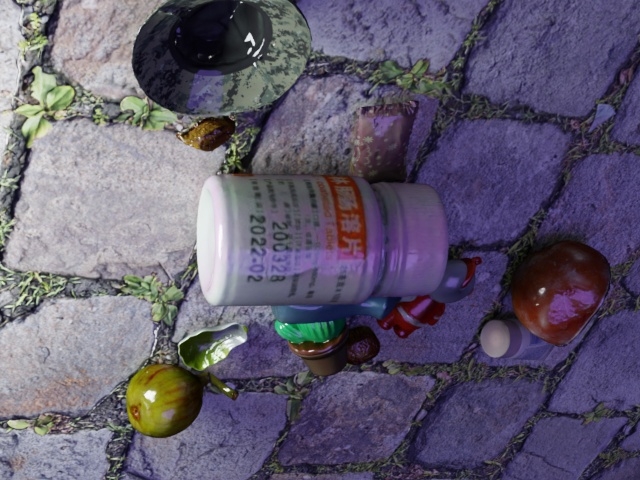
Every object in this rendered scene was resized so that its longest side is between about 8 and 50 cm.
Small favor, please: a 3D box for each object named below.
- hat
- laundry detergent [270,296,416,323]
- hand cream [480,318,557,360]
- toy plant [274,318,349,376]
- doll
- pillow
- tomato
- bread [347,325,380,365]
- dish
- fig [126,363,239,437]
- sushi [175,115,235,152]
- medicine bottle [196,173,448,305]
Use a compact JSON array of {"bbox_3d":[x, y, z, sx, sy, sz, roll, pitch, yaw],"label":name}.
[{"bbox_3d":[-0.143,-0.299,1.399,0.265,0.128,0.265,-6,142,-4],"label":"hat"},{"bbox_3d":[0.053,0.080,1.791,0.290,0.143,0.094,-2,130,-14],"label":"laundry detergent"},{"bbox_3d":[0.461,0.213,2.156,0.248,0.083,0.133,7,128,-42],"label":"hand cream"},{"bbox_3d":[-0.013,0.167,1.893,0.143,0.105,0.200,-12,116,12],"label":"toy plant"},{"bbox_3d":[0.223,0.106,1.952,0.142,0.076,0.245,27,119,-39],"label":"doll"},{"bbox_3d":[0.105,-0.157,1.687,0.118,0.043,0.185,-7,136,-13],"label":"pillow"},{"bbox_3d":[0.468,0.096,2.003,0.155,0.181,0.214,22,112,-16],"label":"tomato"},{"bbox_3d":[0.080,0.218,2.003,0.085,0.053,0.085,-12,133,-13],"label":"bread"},{"bbox_3d":[-0.203,0.186,1.866,0.137,0.039,0.091,-26,130,0],"label":"dish"},{"bbox_3d":[-0.277,0.288,1.873,0.186,0.148,0.142,-44,131,-39],"label":"fig"},{"bbox_3d":[-0.179,-0.170,1.558,0.099,0.047,0.050,-22,149,-27],"label":"sushi"},{"bbox_3d":[0.000,0.000,1.642,0.388,0.219,0.219,1,129,-16],"label":"medicine bottle"}]
